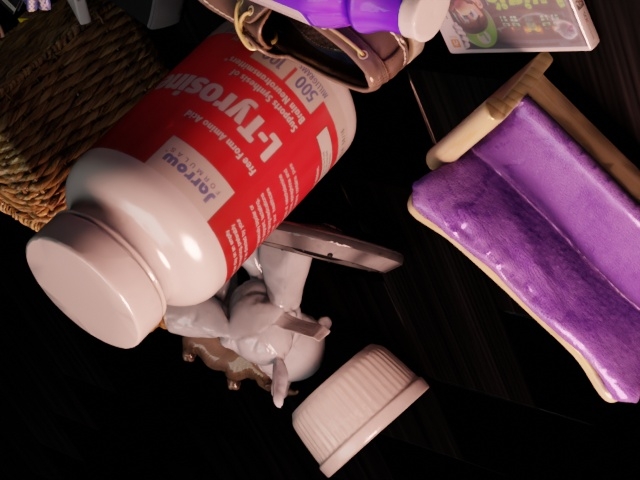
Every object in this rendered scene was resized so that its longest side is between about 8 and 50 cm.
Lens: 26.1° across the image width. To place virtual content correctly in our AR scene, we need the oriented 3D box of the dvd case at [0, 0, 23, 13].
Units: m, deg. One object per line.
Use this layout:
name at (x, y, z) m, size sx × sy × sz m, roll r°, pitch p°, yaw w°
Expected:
dvd case at (-0.468, -0.430, 1.964) m, size 0.164 × 0.018 × 0.221 m, roll 45°, pitch 150°, yaw -6°

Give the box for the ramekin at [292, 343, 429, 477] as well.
ramekin at (0.053, 0.248, 2.074) m, size 0.109 × 0.207 × 0.207 m, roll 48°, pitch 152°, yaw 7°

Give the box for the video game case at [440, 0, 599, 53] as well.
video game case at (0.175, -0.266, 1.407) m, size 0.190 × 0.022 × 0.173 m, roll 6°, pitch 136°, yaw 46°

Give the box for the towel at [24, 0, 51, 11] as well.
towel at (-0.390, -0.452, 1.647) m, size 0.336 × 0.040 × 0.243 m, roll 53°, pitch 150°, yaw 42°

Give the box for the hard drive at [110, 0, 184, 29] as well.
hard drive at (-0.242, -0.381, 1.719) m, size 0.172 × 0.054 × 0.254 m, roll 35°, pitch 151°, yaw 11°

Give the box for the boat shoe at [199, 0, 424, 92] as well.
boat shoe at (-0.039, -0.261, 1.594) m, size 0.324 × 0.097 × 0.116 m, roll 27°, pitch 148°, yaw 25°

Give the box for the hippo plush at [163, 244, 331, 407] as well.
hippo plush at (-0.062, 0.104, 2.067) m, size 0.294 × 0.234 × 0.236 m, roll 30°, pitch 175°, yaw 30°

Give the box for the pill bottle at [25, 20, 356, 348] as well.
pill bottle at (-0.156, -0.071, 1.671) m, size 0.229 × 0.407 × 0.229 m, roll 30°, pitch 149°, yaw 20°

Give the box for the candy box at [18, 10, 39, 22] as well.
candy box at (-0.366, -0.254, 2.069) m, size 0.105 × 0.027 × 0.206 m, roll 10°, pitch 138°, yaw 46°

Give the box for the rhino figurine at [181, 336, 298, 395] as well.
rhino figurine at (-0.141, 0.210, 2.382) m, size 0.243 × 0.073 × 0.106 m, roll 27°, pitch 151°, yaw 22°

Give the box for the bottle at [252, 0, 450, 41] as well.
bottle at (0.005, -0.288, 1.474) m, size 0.283 × 0.118 × 0.092 m, roll 26°, pitch 171°, yaw 29°

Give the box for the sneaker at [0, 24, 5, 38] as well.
sneaker at (-0.583, -0.384, 2.030) m, size 0.295 × 0.124 × 0.178 m, roll 46°, pitch 175°, yaw -6°

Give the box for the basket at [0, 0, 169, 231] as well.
basket at (-0.364, -0.172, 1.895) m, size 0.213 × 0.299 × 0.223 m, roll 5°, pitch 134°, yaw 48°

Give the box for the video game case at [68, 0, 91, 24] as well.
video game case at (-0.341, -0.379, 1.794) m, size 0.143 × 0.019 × 0.157 m, roll 82°, pitch 163°, yaw -44°

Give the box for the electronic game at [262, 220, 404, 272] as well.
electronic game at (0.000, 0.000, 1.848) m, size 0.229 × 0.048 × 0.229 m, roll 14°, pitch 177°, yaw 1°

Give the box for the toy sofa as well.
toy sofa at (0.283, -0.006, 1.473) m, size 0.362 × 0.177 × 0.150 m, roll 44°, pitch 151°, yaw -3°

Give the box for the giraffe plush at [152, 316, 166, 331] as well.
giraffe plush at (-0.268, 0.034, 2.243) m, size 0.170 × 0.181 × 0.210 m, roll -26°, pitch 75°, yaw 49°
